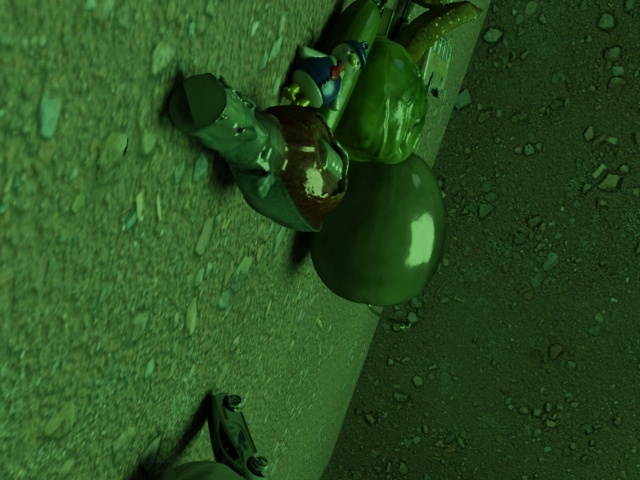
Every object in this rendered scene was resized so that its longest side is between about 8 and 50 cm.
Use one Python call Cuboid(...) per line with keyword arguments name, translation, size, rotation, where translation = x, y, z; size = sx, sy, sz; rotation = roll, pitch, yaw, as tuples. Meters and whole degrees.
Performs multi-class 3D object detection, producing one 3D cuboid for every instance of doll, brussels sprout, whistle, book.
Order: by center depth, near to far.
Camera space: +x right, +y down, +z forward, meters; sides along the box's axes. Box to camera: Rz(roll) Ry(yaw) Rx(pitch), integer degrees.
Cuboid(name="whistle", translation=(-0.055, -0.098, 0.845), size=(0.346, 0.134, 0.142), rotation=(29, 67, -71))
Cuboid(name="doll", translation=(0.012, -0.222, 1.019), size=(0.143, 0.058, 0.098), rotation=(-39, 115, -20))
Cuboid(name="brussels sprout", translation=(0.085, -0.223, 1.214), size=(0.223, 0.161, 0.223), rotation=(-2, 90, -73))
Cuboid(name="book", translation=(0.105, -0.317, 1.460), size=(0.160, 0.024, 0.228), rotation=(-36, 145, -74))

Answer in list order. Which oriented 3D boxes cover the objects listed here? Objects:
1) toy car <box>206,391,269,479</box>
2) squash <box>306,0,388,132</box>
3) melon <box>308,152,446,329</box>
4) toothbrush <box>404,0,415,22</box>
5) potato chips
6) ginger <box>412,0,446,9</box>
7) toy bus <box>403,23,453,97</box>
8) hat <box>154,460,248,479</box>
Cuboid(name="toy car", translation=(-0.126, 0.321, 1.162), size=(0.205, 0.056, 0.095), rotation=(-121, -145, -42))
Cuboid(name="squash", translation=(0.028, -0.254, 1.089), size=(0.066, 0.066, 0.252), rotation=(67, 45, -75))
Cuboid(name="melon", translation=(0.106, -0.020, 1.423), size=(0.308, 0.272, 0.272), rotation=(-64, 170, 7))
Cuboid(name="toothbrush", translation=(0.228, -0.581, 1.549), size=(0.030, 0.030, 0.304), rotation=(0, 111, -78))
Cuboid(name="potato chips", translation=(0.196, -0.376, 1.446), size=(0.407, 0.057, 0.080), rotation=(-48, 123, -39))
Cuboid(name="ginger", translation=(0.247, -0.556, 1.460), size=(0.263, 0.116, 0.109), rotation=(-63, -176, -13))
Cuboid(name="toy bus", translation=(0.218, -0.391, 1.692), size=(0.342, 0.097, 0.138), rotation=(-30, 132, -71))
Cuboid(name="hat", translation=(-0.200, 0.407, 1.036), size=(0.275, 0.161, 0.232), rotation=(-48, 177, 33))
